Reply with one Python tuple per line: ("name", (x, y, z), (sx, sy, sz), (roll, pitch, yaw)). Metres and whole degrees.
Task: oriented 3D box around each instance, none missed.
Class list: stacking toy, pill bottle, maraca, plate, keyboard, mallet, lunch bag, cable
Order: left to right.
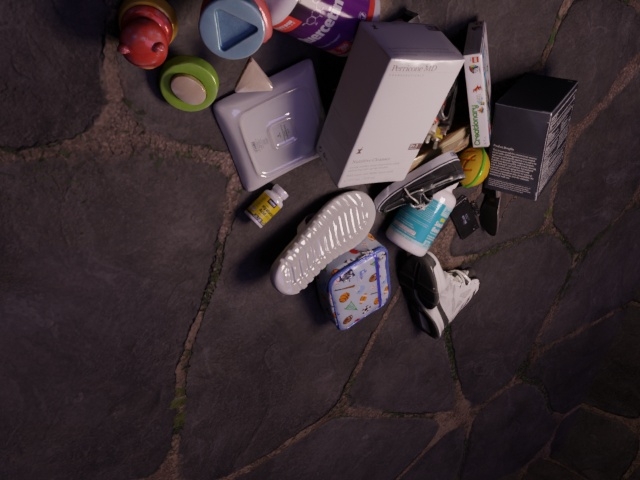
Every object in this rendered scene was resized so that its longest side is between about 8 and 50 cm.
("stacking toy", (-0.243, -0.371, 1.313), (0.308, 0.130, 0.280), (-11, 136, 5))
("pill bottle", (-0.142, -0.094, 1.698), (0.116, 0.065, 0.065), (-46, 135, -4))
("plate", (-0.102, -0.278, 1.607), (0.278, 0.045, 0.277), (-28, 133, -12))
("pill bottle", (-0.032, -0.540, 1.409), (0.322, 0.181, 0.182), (9, 112, -40))
("mallet", (0.056, -0.404, 1.674), (0.189, 0.062, 0.039), (-21, 129, -6))
("lunch bag", (0.112, 0.126, 1.979), (0.243, 0.115, 0.303), (-28, 141, -17))
("pill bottle", (0.327, -0.093, 1.996), (0.146, 0.146, 0.264), (19, 106, -43))
("cable", (0.348, -0.408, 1.801), (0.139, 0.072, 0.287), (54, 47, -57))
("keyboard", (0.513, -0.088, 2.229), (0.108, 0.023, 0.180), (-38, 135, -2))
("maraca", (0.472, -0.244, 1.979), (0.099, 0.186, 0.127), (23, 135, -18))

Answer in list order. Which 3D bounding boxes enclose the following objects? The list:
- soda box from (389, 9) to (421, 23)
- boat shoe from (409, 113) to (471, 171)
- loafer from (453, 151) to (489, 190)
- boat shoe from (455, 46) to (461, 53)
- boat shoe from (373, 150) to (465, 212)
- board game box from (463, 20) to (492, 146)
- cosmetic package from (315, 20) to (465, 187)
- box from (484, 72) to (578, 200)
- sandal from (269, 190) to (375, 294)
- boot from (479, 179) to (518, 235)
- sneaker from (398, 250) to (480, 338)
("soda box", (0.188, -0.532, 1.671), (0.169, 0.053, 0.060), (-38, 134, -10))
("boat shoe", (0.326, -0.262, 1.902), (0.341, 0.121, 0.110), (-29, 132, -22))
("loafer", (0.481, -0.214, 2.080), (0.220, 0.078, 0.080), (-32, 133, -16))
("boat shoe", (0.276, -0.422, 1.779), (0.102, 0.108, 0.301), (29, 99, -2))
("boat shoe", (0.289, -0.142, 1.869), (0.306, 0.105, 0.113), (-31, 166, 30))
("board game box", (0.463, -0.452, 1.853), (0.193, 0.053, 0.305), (-71, 152, -43))
("cosmetic package", (0.154, -0.322, 1.533), (0.217, 0.156, 0.385), (-10, 145, -26))
("box", (0.665, -0.336, 2.009), (0.296, 0.182, 0.294), (-42, 141, -44))
("sandal", (-0.005, -0.013, 1.834), (0.416, 0.102, 0.169), (-39, 121, -28))
("boot", (0.684, -0.158, 2.264), (0.228, 0.091, 0.263), (-21, 127, -24))
("sneaker", (0.428, 0.132, 2.239), (0.257, 0.169, 0.448), (-42, 143, -19))
